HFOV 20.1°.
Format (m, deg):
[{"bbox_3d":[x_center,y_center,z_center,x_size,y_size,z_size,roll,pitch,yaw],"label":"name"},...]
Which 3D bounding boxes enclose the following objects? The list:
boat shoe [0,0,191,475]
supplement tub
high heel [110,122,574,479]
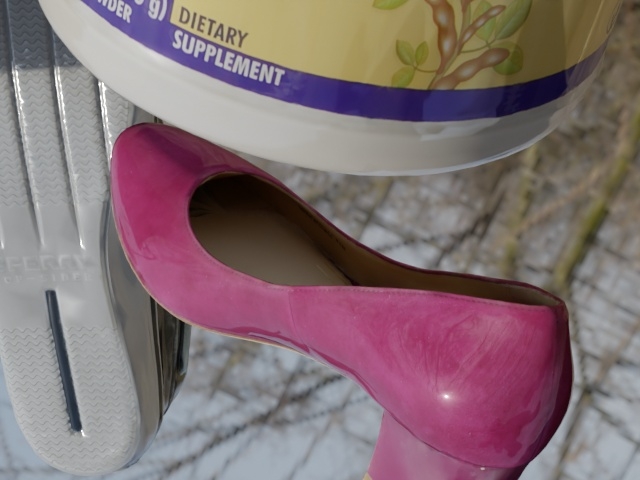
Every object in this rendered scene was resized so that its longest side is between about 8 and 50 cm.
[{"bbox_3d":[-0.139,-0.035,1.036,0.121,0.335,0.119,4,-160,13],"label":"boat shoe"},{"bbox_3d":[0.031,-0.216,0.652,0.241,0.331,0.241,10,-144,-7],"label":"supplement tub"},{"bbox_3d":[0.000,0.000,0.673,0.082,0.117,0.244,-12,-135,-32],"label":"high heel"}]
